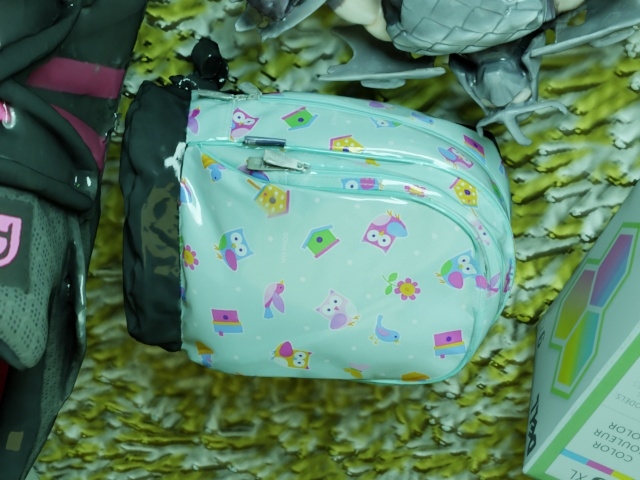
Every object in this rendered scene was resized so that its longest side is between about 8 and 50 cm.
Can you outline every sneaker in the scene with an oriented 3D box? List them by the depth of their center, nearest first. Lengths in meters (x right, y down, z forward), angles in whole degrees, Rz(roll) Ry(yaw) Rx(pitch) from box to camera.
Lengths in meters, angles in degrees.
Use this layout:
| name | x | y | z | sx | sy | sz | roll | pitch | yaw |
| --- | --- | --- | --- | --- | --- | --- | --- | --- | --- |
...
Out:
| name | x | y | z | sx | sy | sz | roll | pitch | yaw |
| --- | --- | --- | --- | --- | --- | --- | --- | --- | --- |
| sneaker | -0.141 | -0.056 | 0.663 | 0.185 | 0.202 | 0.483 | 0 | 117 | -17 |

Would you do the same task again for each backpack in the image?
| name | x | y | z | sx | sy | sz | roll | pitch | yaw |
| --- | --- | --- | --- | --- | --- | --- | --- | --- | --- |
| backpack | 0.000 | 0.000 | 0.780 | 0.182 | 0.115 | 0.152 | 5 | 126 | 4 |

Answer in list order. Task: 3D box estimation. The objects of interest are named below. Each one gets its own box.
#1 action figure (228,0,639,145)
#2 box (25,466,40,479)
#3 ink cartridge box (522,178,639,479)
| name | x | y | z | sx | sy | sz | roll | pitch | yaw |
| --- | --- | --- | --- | --- | --- | --- | --- | --- | --- |
| action figure | 0.037 | -0.146 | 0.669 | 0.185 | 0.099 | 0.285 | -15 | 127 | 16 |
| box | -0.229 | 0.141 | 0.942 | 0.094 | 0.113 | 0.275 | -7 | 128 | 15 |
| ink cartridge box | 0.148 | 0.056 | 0.797 | 0.062 | 0.109 | 0.209 | 24 | 129 | -7 |
